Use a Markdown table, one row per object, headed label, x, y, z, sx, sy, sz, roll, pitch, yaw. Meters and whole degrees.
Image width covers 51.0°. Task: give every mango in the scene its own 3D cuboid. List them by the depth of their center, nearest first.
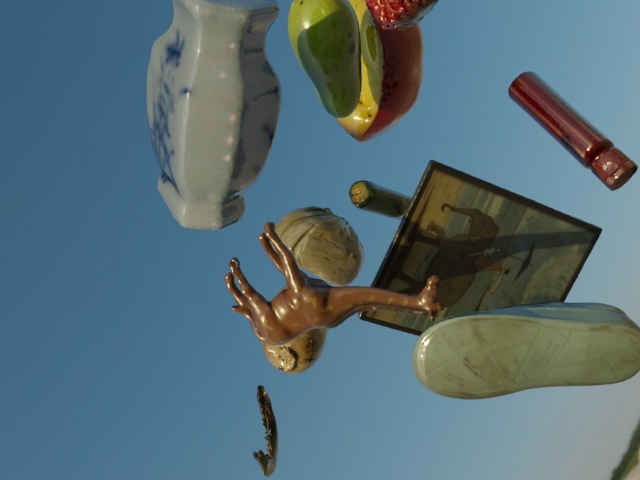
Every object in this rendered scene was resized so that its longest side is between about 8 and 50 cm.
| label | x | y | z | sx | sy | sz | roll | pitch | yaw |
| --- | --- | --- | --- | --- | --- | --- | --- | --- | --- |
| mango | 0.021 | -0.393 | 1.410 | 0.293 | 0.143 | 0.175 | 70 | -162 | -45 |

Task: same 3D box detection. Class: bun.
| label | x | y | z | sx | sy | sz | roll | pitch | yaw |
| --- | --- | --- | --- | --- | --- | --- | --- | --- | --- |
| bun | 0.000 | 0.000 | 1.157 | 0.113 | 0.167 | 0.173 | -61 | -21 | 2 |

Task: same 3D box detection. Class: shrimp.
| label | x | y | z | sx | sy | sz | roll | pitch | yaw |
| --- | --- | --- | --- | --- | --- | --- | --- | --- | --- |
| shrimp | -0.127 | 0.427 | 1.491 | 0.148 | 0.035 | 0.195 | -3 | -98 | -78 |

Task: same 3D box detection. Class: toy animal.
| label | x | y | z | sx | sy | sz | roll | pitch | yaw |
| --- | --- | --- | --- | --- | --- | --- | --- | --- | --- |
| toy animal | 0.010 | 0.065 | 0.842 | 0.224 | 0.229 | 0.066 | -46 | -6 | 14 |

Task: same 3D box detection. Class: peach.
| label | x | y | z | sx | sy | sz | roll | pitch | yaw |
| --- | --- | --- | --- | --- | --- | --- | --- | --- | --- |
| peach | 0.138 | -0.450 | 1.688 | 0.243 | 0.306 | 0.380 | -9 | -61 | -36 |

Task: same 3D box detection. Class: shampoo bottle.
| label | x | y | z | sx | sy | sz | roll | pitch | yaw |
| --- | --- | --- | --- | --- | --- | --- | --- | --- | --- |
| shampoo bottle | 0.449 | -0.197 | 1.200 | 0.064 | 0.260 | 0.102 | -49 | -30 | 22 |

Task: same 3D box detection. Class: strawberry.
| label | x | y | z | sx | sy | sz | roll | pitch | yaw |
| --- | --- | --- | --- | --- | --- | --- | --- | --- | --- |
| strawberry | 0.145 | -0.411 | 1.132 | 0.145 | 0.086 | 0.145 | -40 | 0 | 0 |

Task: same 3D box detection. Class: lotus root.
| label | x | y | z | sx | sy | sz | roll | pitch | yaw |
| --- | --- | --- | --- | --- | --- | --- | --- | --- | --- |
| lotus root | -0.047 | 0.176 | 1.485 | 0.160 | 0.146 | 0.284 | -55 | 5 | 32 |

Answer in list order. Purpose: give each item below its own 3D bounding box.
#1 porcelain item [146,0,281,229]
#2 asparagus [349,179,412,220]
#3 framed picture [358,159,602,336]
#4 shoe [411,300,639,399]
| label | x | y | z | sx | sy | sz | roll | pitch | yaw |
| --- | --- | --- | --- | --- | --- | --- | --- | --- | --- |
| porcelain item | -0.181 | -0.225 | 1.132 | 0.179 | 0.242 | 0.405 | -11 | -48 | -28 |
| asparagus | 0.168 | -0.070 | 1.393 | 0.278 | 0.067 | 0.060 | 13 | -85 | -46 |
| framed picture | 0.254 | 0.048 | 1.041 | 0.347 | 0.016 | 0.264 | 19 | -76 | -25 |
| shoe | 0.229 | 0.117 | 0.762 | 0.100 | 0.251 | 0.103 | -62 | -33 | -76 |
